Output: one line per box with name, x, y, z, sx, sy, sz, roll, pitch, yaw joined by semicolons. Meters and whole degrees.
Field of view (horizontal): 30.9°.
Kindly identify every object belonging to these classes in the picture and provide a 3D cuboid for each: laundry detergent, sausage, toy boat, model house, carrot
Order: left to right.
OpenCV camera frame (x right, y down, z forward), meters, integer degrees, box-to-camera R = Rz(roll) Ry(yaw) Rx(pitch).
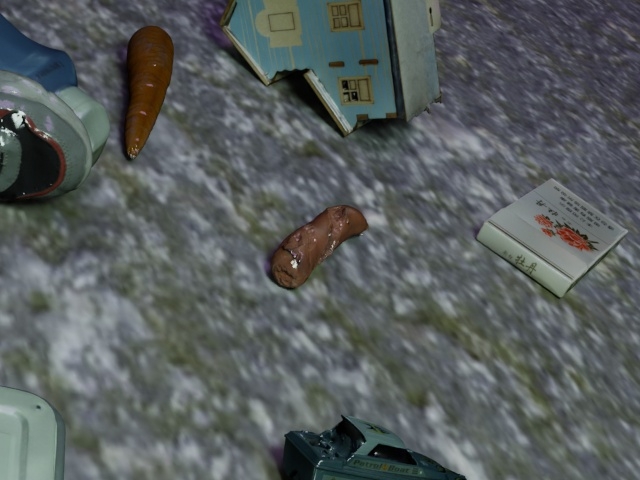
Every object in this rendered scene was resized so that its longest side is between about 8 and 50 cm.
laundry detergent;-0.297;-0.148;0.972;0.290;0.094;0.143;35;24;7
carrot;-0.168;-0.142;1.109;0.048;0.048;0.216;17;37;-17
sausage;0.000;0.000;1.027;0.036;0.042;0.158;-3;16;27
model house;0.010;-0.257;1.291;0.206;0.271;0.178;-1;22;25
toy boat;0.044;0.159;0.798;0.141;0.060;0.055;16;7;-28

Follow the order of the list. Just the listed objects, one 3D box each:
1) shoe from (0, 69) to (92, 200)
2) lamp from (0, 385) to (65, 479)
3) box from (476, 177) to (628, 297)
shoe;-0.276;-0.066;0.838;0.228;0.099;0.125;9;27;-20
lamp;-0.261;0.154;0.570;0.267;0.047;0.269;16;32;-22
box;0.253;-0.007;1.243;0.109;0.029;0.198;37;31;17
